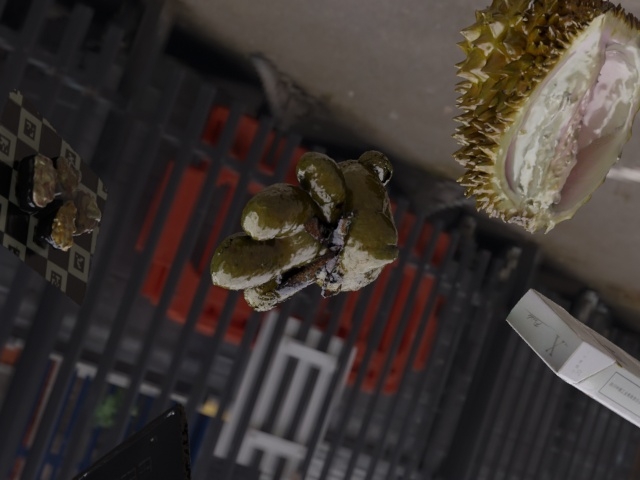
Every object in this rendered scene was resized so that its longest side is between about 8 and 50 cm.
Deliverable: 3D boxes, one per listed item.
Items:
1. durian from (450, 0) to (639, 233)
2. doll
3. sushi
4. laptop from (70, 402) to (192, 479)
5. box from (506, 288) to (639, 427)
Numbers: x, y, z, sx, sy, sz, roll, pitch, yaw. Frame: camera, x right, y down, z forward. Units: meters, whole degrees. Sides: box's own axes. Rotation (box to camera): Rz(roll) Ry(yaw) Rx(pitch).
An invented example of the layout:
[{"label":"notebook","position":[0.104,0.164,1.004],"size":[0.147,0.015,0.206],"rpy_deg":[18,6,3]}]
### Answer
[{"label":"durian","position":[0.193,-0.123,1.117],"size":[0.138,0.249,0.183],"rpy_deg":[23,-140,27]},{"label":"doll","position":[0.000,0.000,0.974],"size":[0.097,0.137,0.209],"rpy_deg":[27,-158,25]},{"label":"sushi","position":[-0.300,-0.049,1.458],"size":[0.040,0.192,0.210],"rpy_deg":[-10,144,23]},{"label":"laptop","position":[-0.183,0.251,1.187],"size":[0.016,0.135,0.197],"rpy_deg":[20,136,-37]},{"label":"box","position":[0.225,0.102,1.020],"size":[0.154,0.040,0.084],"rpy_deg":[33,-166,-34]}]
